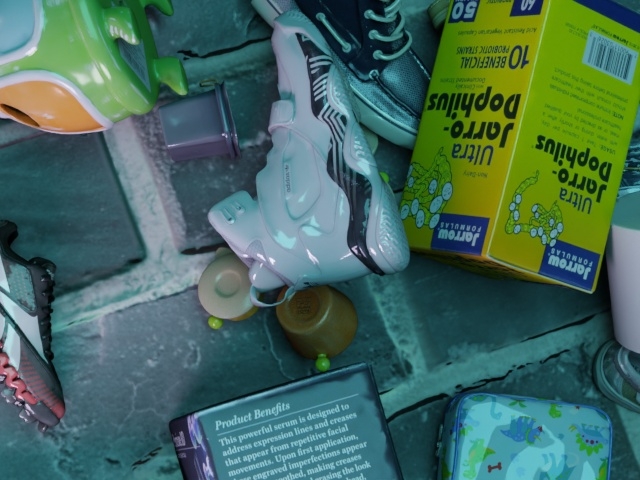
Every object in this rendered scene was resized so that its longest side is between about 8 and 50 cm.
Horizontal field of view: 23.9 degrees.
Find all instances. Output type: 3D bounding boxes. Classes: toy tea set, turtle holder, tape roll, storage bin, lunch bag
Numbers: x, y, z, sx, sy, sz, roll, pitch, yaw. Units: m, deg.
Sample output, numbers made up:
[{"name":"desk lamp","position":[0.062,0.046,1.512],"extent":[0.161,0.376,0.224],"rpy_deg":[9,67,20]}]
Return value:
[{"name":"toy tea set","position":[0.000,0.000,1.945],"extent":[0.200,0.124,0.336],"rpy_deg":[26,79,24]},{"name":"turtle holder","position":[-0.322,-0.282,1.844],"extent":[0.227,0.243,0.320],"rpy_deg":[-20,89,11]},{"name":"tape roll","position":[0.488,0.033,1.924],"extent":[0.246,0.246,0.169],"rpy_deg":[-13,105,-13]},{"name":"storage bin","position":[-0.155,-0.149,1.913],"extent":[0.091,0.135,0.098],"rpy_deg":[-13,84,-3]},{"name":"lunch bag","position":[0.259,0.289,1.940],"extent":[0.219,0.090,0.176],"rpy_deg":[8,80,-10]}]

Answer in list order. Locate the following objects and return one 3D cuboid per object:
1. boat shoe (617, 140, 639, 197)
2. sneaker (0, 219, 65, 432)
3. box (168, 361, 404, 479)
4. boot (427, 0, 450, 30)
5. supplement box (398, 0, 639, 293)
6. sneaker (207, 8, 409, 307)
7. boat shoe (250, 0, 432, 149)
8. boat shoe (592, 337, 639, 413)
[{"name":"boat shoe","position":[0.481,-0.101,2.056],"extent":[0.183,0.065,0.083],"rpy_deg":[-6,86,-10]},{"name":"sneaker","position":[-0.366,0.094,1.845],"extent":[0.135,0.097,0.276],"rpy_deg":[-27,86,-11]},{"name":"box","position":[-0.015,0.365,1.771],"extent":[0.212,0.293,0.395],"rpy_deg":[-15,84,-13]},{"name":"boot","position":[0.197,-0.423,2.037],"extent":[0.262,0.095,0.203],"rpy_deg":[-41,91,-16]},{"name":"supplement box","position":[0.255,-0.133,1.902],"extent":[0.195,0.194,0.356],"rpy_deg":[17,84,-35]},{"name":"sneaker","position":[-0.043,-0.098,1.841],"extent":[0.210,0.137,0.366],"rpy_deg":[-22,71,6]},{"name":"boat shoe","position":[0.067,-0.270,1.940],"extent":[0.340,0.158,0.127],"rpy_deg":[41,45,-2]},{"name":"boat shoe","position":[0.519,0.212,1.995],"extent":[0.320,0.103,0.118],"rpy_deg":[25,77,-6]}]
